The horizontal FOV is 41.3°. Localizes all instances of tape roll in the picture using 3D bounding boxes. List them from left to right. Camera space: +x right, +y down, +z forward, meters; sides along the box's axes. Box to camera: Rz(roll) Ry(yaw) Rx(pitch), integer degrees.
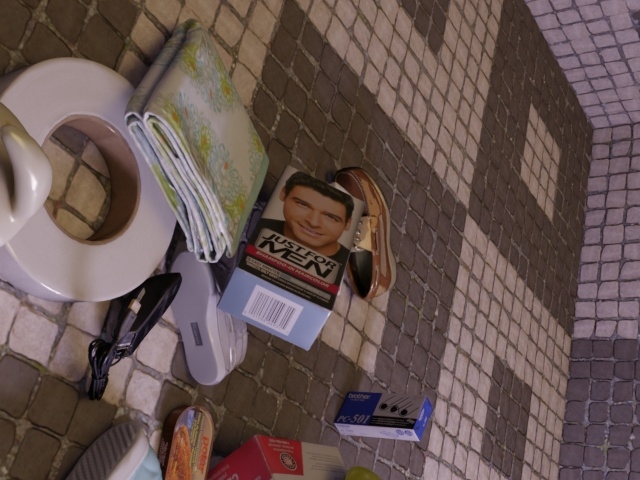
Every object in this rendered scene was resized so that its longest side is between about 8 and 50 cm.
[{"bbox_3d":[-0.385,-0.093,1.350,0.392,0.072,0.392,9,79,-54],"label":"tape roll"}]

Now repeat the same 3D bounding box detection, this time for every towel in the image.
[{"bbox_3d":[-0.205,-0.182,1.517,0.374,0.090,0.320,-79,153,-53],"label":"towel"}]

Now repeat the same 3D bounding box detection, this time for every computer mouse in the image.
[{"bbox_3d":[-0.309,0.122,1.380,0.060,0.184,0.262,30,55,3],"label":"computer mouse"}]

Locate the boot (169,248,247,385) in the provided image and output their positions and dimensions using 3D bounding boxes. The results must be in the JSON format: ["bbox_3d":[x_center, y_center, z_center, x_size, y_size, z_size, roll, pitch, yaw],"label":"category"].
[{"bbox_3d":[-0.204,0.130,1.584,0.123,0.095,0.258,-30,117,-61],"label":"boot"}]

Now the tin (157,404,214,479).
[{"bbox_3d":[-0.245,0.391,1.525,0.106,0.040,0.189,29,63,-46],"label":"tin"}]

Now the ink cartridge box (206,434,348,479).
[{"bbox_3d":[-0.021,0.571,1.553,0.279,0.160,0.384,28,27,-51],"label":"ink cartridge box"}]

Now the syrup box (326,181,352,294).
[{"bbox_3d":[0.000,0.000,1.872,0.096,0.093,0.237,38,56,-48],"label":"syrup box"}]

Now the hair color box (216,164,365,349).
[{"bbox_3d":[-0.046,0.020,1.629,0.185,0.113,0.374,26,35,-4],"label":"hair color box"}]

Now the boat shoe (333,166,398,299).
[{"bbox_3d":[0.097,-0.010,1.994,0.120,0.123,0.324,-35,114,-48],"label":"boat shoe"}]

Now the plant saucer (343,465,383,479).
[{"bbox_3d":[0.112,0.543,1.612,0.241,0.037,0.241,47,16,-18],"label":"plant saucer"}]

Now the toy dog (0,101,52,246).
[{"bbox_3d":[-0.520,-0.137,0.897,0.284,0.395,0.408,-57,130,-24],"label":"toy dog"}]

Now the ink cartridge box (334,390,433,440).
[{"bbox_3d":[0.141,0.397,1.927,0.046,0.207,0.097,61,41,-31],"label":"ink cartridge box"}]

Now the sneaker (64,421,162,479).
[{"bbox_3d":[-0.349,0.451,1.281,0.366,0.135,0.150,-51,123,-44],"label":"sneaker"}]
